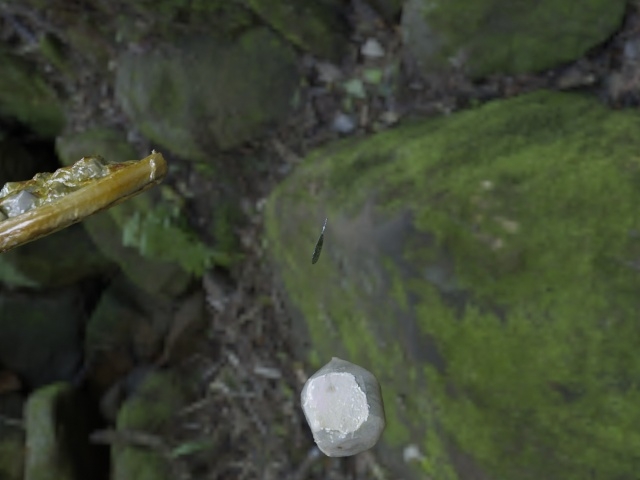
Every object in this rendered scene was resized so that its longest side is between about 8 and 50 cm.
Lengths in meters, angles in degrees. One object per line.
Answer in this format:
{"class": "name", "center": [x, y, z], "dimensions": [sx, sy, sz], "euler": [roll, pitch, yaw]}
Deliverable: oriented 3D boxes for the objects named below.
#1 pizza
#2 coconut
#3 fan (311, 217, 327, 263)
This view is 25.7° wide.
{"class": "pizza", "center": [-0.382, -0.059, 2.010], "dimensions": [0.089, 0.324, 0.223], "euler": [68, 167, -12]}
{"class": "coconut", "center": [0.027, 0.203, 1.758], "dimensions": [0.110, 0.110, 0.124], "euler": [-52, 47, 52]}
{"class": "fan", "center": [-0.003, 0.007, 2.336], "dimensions": [0.060, 0.003, 0.080], "euler": [-58, -18, -58]}
